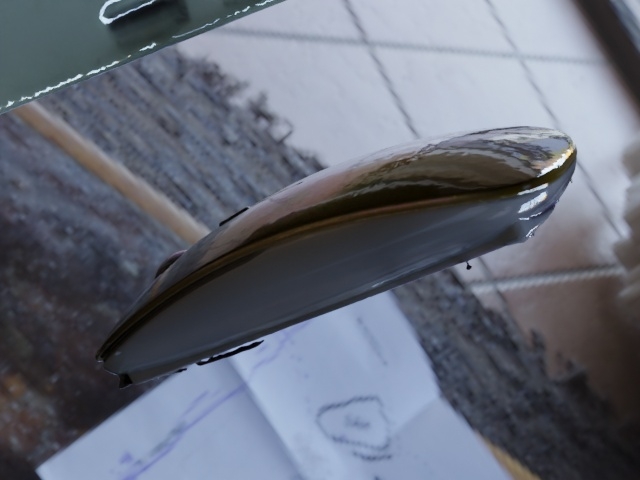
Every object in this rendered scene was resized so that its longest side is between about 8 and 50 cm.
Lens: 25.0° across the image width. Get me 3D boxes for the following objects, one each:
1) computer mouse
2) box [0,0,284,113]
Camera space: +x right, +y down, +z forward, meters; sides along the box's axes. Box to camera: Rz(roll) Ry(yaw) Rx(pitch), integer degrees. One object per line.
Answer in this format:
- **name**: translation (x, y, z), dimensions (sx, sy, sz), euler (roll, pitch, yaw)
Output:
- **computer mouse**: translation (0.000, 0.000, 0.843), dimensions (0.072, 0.310, 0.158), euler (64, 28, -8)
- **box**: translation (-0.194, -0.177, 0.883), dimensions (0.373, 0.090, 0.367), euler (-26, 33, -27)
